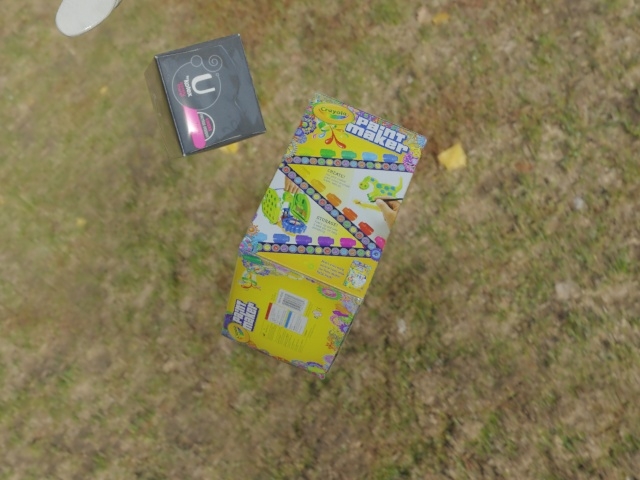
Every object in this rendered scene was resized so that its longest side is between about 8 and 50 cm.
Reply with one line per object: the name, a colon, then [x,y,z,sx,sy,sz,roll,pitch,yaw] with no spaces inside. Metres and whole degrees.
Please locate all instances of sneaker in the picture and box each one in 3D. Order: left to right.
sneaker: [-0.397,-0.436,1.881,0.080,0.094,0.212,38,70,0]

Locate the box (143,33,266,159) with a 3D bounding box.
box: [-0.197,-0.230,1.711,0.143,0.165,0.270,-17,6,-12]

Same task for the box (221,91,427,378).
box: [0.000,0.000,1.492,0.177,0.290,0.279,23,60,2]
